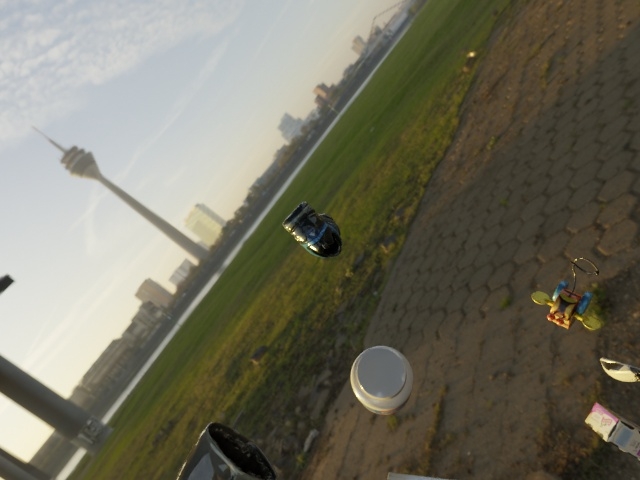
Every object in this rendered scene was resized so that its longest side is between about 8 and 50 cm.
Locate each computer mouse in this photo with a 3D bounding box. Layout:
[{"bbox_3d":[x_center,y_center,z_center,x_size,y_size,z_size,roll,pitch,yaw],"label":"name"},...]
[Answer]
[{"bbox_3d":[0.755,0.326,1.200,0.193,0.105,0.042,162,125,-83],"label":"computer mouse"}]

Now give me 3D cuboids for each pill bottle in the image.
[{"bbox_3d":[0.125,0.283,1.005,0.124,0.124,0.221,-53,-20,-13],"label":"pill bottle"}]

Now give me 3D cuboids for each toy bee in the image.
[{"bbox_3d":[0.723,0.193,1.488,0.162,0.298,0.195,-48,34,-17],"label":"toy bee"}]

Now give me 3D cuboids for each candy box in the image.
[{"bbox_3d":[0.866,0.547,1.343,0.071,0.233,0.159,-62,-8,3],"label":"candy box"}]

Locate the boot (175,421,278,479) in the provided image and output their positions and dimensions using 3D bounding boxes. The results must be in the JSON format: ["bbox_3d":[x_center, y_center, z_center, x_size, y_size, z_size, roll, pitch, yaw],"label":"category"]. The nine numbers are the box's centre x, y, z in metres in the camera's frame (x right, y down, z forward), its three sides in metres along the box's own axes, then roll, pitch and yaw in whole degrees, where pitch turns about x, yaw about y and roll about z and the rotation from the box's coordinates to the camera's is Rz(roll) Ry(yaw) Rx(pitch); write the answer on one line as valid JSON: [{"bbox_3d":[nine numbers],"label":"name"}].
[{"bbox_3d":[-0.116,0.346,0.585,0.209,0.189,0.076,-51,1,4],"label":"boot"}]

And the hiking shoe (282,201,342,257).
[{"bbox_3d":[0.000,0.000,1.290,0.113,0.132,0.304,-43,-16,9],"label":"hiking shoe"}]

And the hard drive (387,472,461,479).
[{"bbox_3d":[0.307,0.562,0.973,0.047,0.352,0.233,-72,-18,-59],"label":"hard drive"}]
